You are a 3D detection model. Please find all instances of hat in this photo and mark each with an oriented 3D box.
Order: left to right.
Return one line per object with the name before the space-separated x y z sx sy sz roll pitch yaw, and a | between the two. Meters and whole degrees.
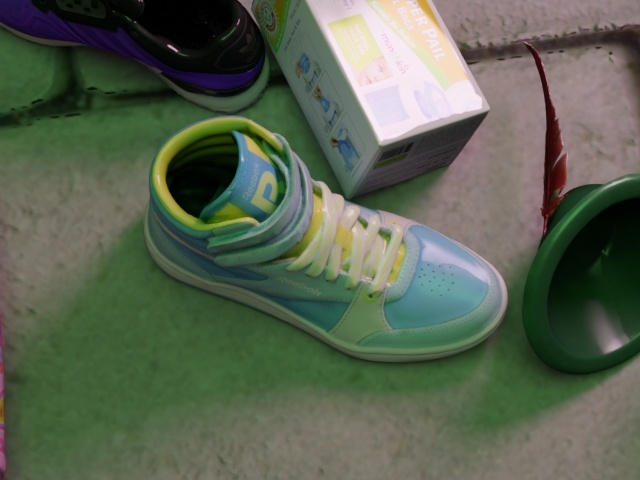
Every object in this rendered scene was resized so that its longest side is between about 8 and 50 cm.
hat | 0.207 -0.015 1.553 0.208 0.173 0.183 -51 39 1

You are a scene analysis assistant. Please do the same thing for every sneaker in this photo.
sneaker | -0.180 -0.217 1.569 0.293 0.146 0.102 21 75 7
sneaker | 0.000 0.000 1.466 0.319 0.208 0.127 14 72 5

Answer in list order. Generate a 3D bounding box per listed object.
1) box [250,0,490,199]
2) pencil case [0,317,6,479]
box | 0.039 -0.158 1.553 0.114 0.103 0.203 -20 73 -24
pencil case | -0.328 0.070 1.504 0.124 0.124 0.284 -9 72 -1
